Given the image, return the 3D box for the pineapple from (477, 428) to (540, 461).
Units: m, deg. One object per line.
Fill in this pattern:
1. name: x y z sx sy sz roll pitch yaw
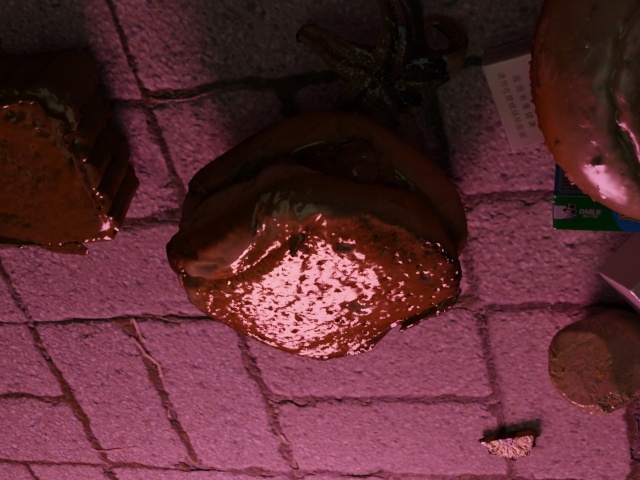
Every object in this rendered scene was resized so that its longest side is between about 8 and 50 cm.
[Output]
1. pineapple: 0.263 0.281 1.273 0.083 0.019 0.045 -19 114 31

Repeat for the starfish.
1. starfish: 0.048 -0.177 0.934 0.146 0.074 0.190 31 133 -16

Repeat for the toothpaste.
1. toothpaste: 0.373 -0.044 0.941 0.267 0.065 0.050 2 132 16

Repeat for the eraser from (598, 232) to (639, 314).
1. eraser: 0.437 0.111 1.020 0.298 0.078 0.076 42 94 -18

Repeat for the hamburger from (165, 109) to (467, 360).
1. hamburger: -0.001 0.004 1.009 0.284 0.174 0.305 35 143 -29

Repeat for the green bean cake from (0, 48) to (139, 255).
1. green bean cake: -0.342 -0.103 1.077 0.230 0.131 0.224 1 130 13

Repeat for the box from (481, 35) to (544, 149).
1. box: 0.245 -0.155 0.902 0.152 0.048 0.100 -11 125 26

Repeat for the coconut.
1. coconut: 0.332 0.137 1.071 0.116 0.122 0.116 8 102 41

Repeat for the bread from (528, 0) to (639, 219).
1. bread: 0.298 -0.164 0.756 0.306 0.159 0.305 -8 111 -22
